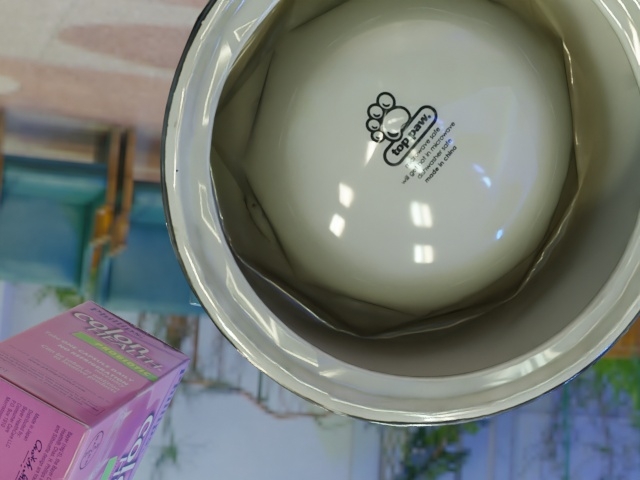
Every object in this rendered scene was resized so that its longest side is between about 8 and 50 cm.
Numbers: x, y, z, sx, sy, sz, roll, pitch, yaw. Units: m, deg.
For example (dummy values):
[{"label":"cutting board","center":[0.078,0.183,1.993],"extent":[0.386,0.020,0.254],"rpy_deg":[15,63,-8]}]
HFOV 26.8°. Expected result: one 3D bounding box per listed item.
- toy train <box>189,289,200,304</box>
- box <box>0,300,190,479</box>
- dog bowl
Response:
[{"label":"toy train","center":[0.000,0.000,1.205],"extent":[0.248,0.143,0.105],"rpy_deg":[5,179,12]},{"label":"box","center":[-0.241,0.190,1.161],"extent":[0.117,0.213,0.243],"rpy_deg":[28,-167,7]},{"label":"dog bowl","center":[0.074,-0.069,1.055],"extent":[0.408,0.407,0.150],"rpy_deg":[5,-172,-11]}]
